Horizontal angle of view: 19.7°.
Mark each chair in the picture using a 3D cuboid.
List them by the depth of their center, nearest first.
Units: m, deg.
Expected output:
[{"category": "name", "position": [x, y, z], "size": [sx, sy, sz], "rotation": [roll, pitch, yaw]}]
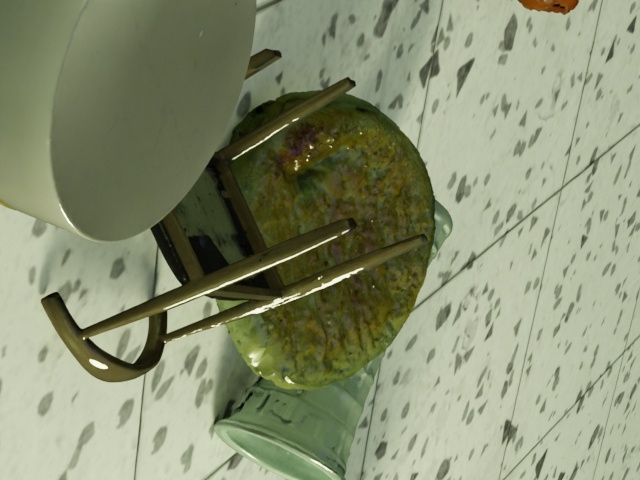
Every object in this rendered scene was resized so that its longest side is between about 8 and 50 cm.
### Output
[{"category": "chair", "position": [-0.088, -0.016, 1.474], "size": [0.272, 0.166, 0.188], "rotation": [-29, 166, 18]}]

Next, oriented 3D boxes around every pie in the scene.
[{"category": "pie", "position": [0.000, 0.000, 1.671], "size": [0.277, 0.078, 0.277], "rotation": [-10, 105, -42]}]

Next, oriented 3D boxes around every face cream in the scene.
[{"category": "face cream", "position": [-0.172, -0.129, 1.145], "size": [0.218, 0.179, 0.218], "rotation": [-47, 149, -40]}]

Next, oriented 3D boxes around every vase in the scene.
[{"category": "vase", "position": [0.022, 0.085, 1.817], "size": [0.299, 0.143, 0.143], "rotation": [-64, 157, -18]}]

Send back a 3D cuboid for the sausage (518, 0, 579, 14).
[{"category": "sausage", "position": [0.255, -0.386, 1.951], "size": [0.102, 0.102, 0.330], "rotation": [-44, 148, -43]}]
